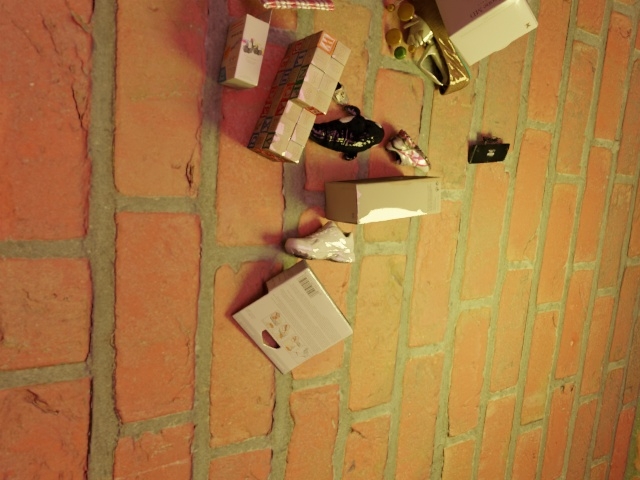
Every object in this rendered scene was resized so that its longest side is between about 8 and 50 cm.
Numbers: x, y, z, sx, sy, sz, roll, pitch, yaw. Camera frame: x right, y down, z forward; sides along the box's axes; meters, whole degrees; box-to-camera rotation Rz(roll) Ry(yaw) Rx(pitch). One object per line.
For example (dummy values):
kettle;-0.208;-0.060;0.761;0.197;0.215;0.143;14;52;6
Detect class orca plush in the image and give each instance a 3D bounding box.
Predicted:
orca plush;0.080;-0.301;1.285;0.287;0.102;0.151;13;95;-38

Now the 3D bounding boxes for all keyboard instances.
keyboard;0.595;-0.325;1.673;0.192;0.038;0.100;-9;127;-32

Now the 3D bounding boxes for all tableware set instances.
tableware set;0.234;-0.609;1.357;0.154;0.104;0.024;66;25;-11

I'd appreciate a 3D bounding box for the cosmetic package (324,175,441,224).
cosmetic package;0.182;-0.123;1.362;0.310;0.160;0.113;-8;102;-32

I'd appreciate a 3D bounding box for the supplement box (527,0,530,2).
supplement box;0.507;-0.714;1.409;0.130;0.239;0.073;-50;121;-16

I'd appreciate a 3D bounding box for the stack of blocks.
stack of blocks;-0.057;-0.343;1.159;0.087;0.171;0.297;23;87;-34

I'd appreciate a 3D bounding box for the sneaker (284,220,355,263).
sneaker;0.000;0.000;1.322;0.232;0.090;0.115;8;85;-39

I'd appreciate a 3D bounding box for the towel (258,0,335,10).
towel;-0.080;-0.584;1.127;0.197;0.144;0.029;-14;141;-29

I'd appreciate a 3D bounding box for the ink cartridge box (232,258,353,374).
ink cartridge box;-0.074;0.219;1.317;0.239;0.060;0.275;-31;120;3

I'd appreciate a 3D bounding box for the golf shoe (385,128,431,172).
golf shoe;0.272;-0.262;1.458;0.086;0.067;0.186;-42;129;17

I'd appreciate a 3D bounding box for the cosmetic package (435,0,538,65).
cosmetic package;0.414;-0.689;1.271;0.155;0.197;0.365;22;50;-48

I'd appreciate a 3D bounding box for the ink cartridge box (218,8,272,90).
ink cartridge box;-0.177;-0.452;1.100;0.062;0.104;0.181;11;92;-35

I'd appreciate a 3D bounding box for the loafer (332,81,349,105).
loafer;0.039;-0.418;1.284;0.125;0.039;0.045;45;74;-30

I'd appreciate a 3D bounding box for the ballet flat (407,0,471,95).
ballet flat;0.336;-0.583;1.419;0.124;0.116;0.342;-38;123;0
